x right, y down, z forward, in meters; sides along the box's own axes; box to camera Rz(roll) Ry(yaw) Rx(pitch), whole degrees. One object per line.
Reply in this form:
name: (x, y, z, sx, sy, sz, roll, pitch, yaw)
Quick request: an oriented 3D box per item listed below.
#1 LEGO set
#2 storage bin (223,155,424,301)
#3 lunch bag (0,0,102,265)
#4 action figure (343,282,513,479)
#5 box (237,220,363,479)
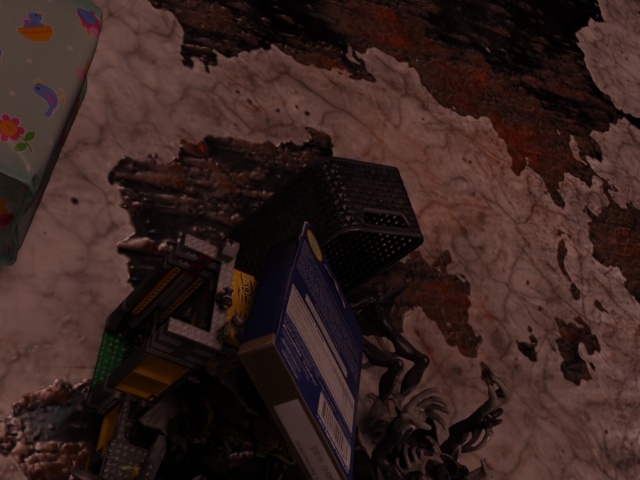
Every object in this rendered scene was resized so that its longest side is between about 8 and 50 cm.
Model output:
LEGO set: (-0.073, 0.155, 0.794, 0.255, 0.192, 0.331, 31, 45, -18)
storage bin: (0.000, 0.000, 0.972, 0.122, 0.180, 0.084, 5, 57, -42)
lunch bag: (-0.344, -0.135, 0.811, 0.262, 0.160, 0.223, 21, 52, -12)
action figure: (0.108, 0.179, 0.969, 0.164, 0.141, 0.275, -7, 63, -55)
box: (-0.009, 0.087, 0.793, 0.225, 0.036, 0.136, -76, 142, -65)
